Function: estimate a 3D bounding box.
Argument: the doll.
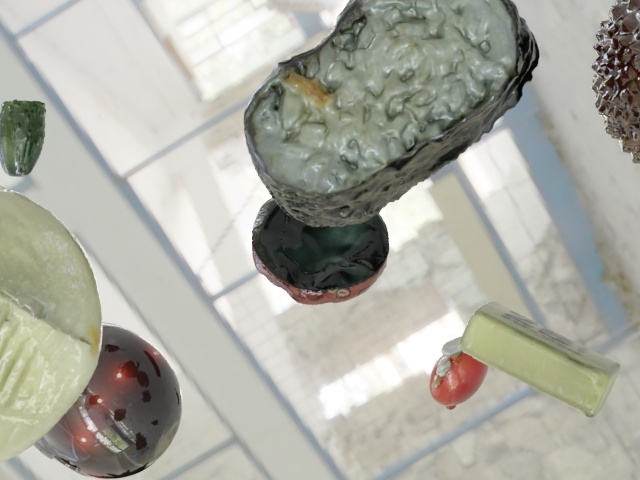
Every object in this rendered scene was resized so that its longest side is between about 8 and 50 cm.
[{"bbox_3d":[0.265,0.227,2.324,0.085,0.183,0.217,45,147,29],"label":"doll"}]

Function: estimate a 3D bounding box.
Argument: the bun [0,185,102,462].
[{"bbox_3d":[-0.258,0.050,0.811,0.145,0.229,0.229,58,-178,40],"label":"bun"}]

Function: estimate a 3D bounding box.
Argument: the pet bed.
[{"bbox_3d":[0.000,0.000,1.717,0.053,0.201,0.201,96,150,-53],"label":"pet bed"}]

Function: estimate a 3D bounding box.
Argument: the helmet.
[{"bbox_3d":[-0.278,0.206,1.619,0.193,0.189,0.216,-2,135,51],"label":"helmet"}]

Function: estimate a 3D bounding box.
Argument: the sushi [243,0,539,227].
[{"bbox_3d":[0.077,-0.162,1.436,0.211,0.350,0.171,50,-177,15],"label":"sushi"}]

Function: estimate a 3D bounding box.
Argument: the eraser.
[{"bbox_3d":[0.252,0.133,1.441,0.172,0.058,0.117,27,-170,17],"label":"eraser"}]

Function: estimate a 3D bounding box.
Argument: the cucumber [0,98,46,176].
[{"bbox_3d":[-0.417,-0.143,1.745,0.035,0.067,0.107,108,162,-74],"label":"cucumber"}]

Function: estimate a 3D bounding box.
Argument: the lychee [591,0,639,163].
[{"bbox_3d":[0.429,-0.186,1.439,0.267,0.267,0.267,58,-177,-6],"label":"lychee"}]
